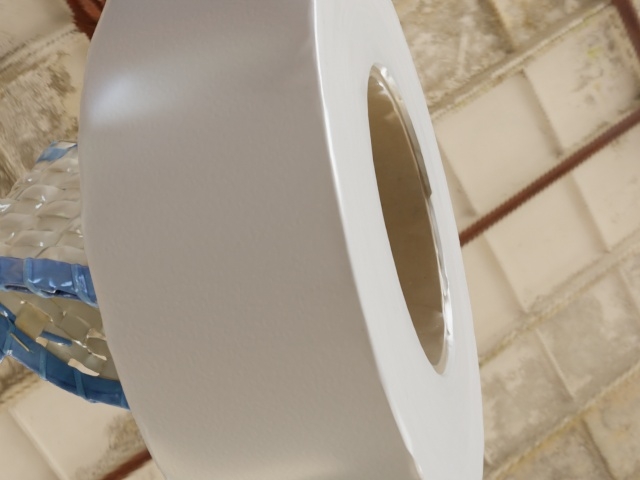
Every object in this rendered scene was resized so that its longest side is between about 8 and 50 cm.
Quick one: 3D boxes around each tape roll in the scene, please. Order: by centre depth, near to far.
[{"bbox_3d":[0.000,0.000,0.462,0.100,0.286,0.286,-13,-68,15],"label":"tape roll"}]

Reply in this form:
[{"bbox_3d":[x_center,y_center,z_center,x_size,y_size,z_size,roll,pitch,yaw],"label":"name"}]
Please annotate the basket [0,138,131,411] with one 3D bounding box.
[{"bbox_3d":[-0.142,0.078,0.614,0.201,0.254,0.289,53,-125,-40],"label":"basket"}]
